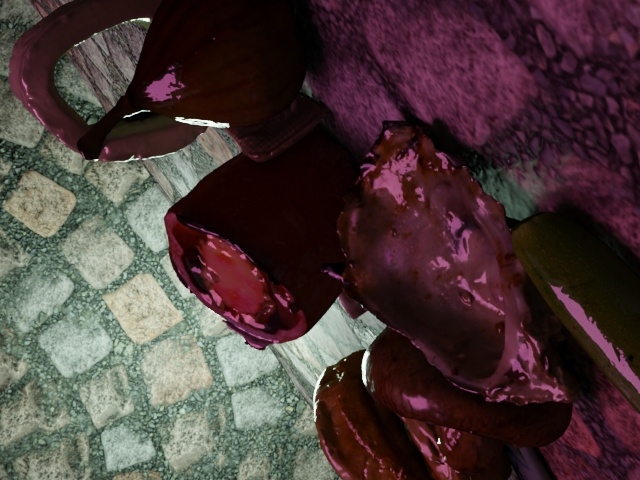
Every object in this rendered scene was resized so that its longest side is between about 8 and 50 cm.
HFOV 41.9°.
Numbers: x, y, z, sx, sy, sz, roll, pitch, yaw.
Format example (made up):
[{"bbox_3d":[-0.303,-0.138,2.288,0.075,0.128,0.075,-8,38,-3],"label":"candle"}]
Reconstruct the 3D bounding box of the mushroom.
[{"bbox_3d":[0.182,0.177,1.046,0.263,0.195,0.283,8,151,20],"label":"mushroom"}]

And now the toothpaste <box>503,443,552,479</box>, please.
[{"bbox_3d":[0.311,0.327,1.307,0.297,0.048,0.075,60,166,-12],"label":"toothpaste"}]

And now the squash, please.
[{"bbox_3d":[0.279,0.085,0.749,0.292,0.082,0.082,52,166,14],"label":"squash"}]

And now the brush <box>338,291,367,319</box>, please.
[{"bbox_3d":[0.000,0.000,1.529,0.321,0.060,0.050,58,178,-14],"label":"brush"}]

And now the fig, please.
[{"bbox_3d":[-0.169,-0.203,1.052,0.217,0.321,0.217,44,162,18],"label":"fig"}]

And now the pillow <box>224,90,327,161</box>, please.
[{"bbox_3d":[-0.092,-0.195,1.208,0.211,0.135,0.034,41,162,36],"label":"pillow"}]

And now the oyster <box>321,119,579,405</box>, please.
[{"bbox_3d":[0.156,0.018,0.899,0.361,0.096,0.221,37,121,37],"label":"oyster"}]

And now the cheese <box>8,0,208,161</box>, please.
[{"bbox_3d":[-0.363,-0.284,1.475,0.153,0.332,0.292,31,141,59],"label":"cheese"}]

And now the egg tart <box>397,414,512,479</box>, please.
[{"bbox_3d":[0.219,0.334,1.408,0.341,0.129,0.341,57,176,6],"label":"egg tart"}]

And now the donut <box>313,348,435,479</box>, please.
[{"bbox_3d":[0.117,0.359,1.620,0.330,0.160,0.330,37,-154,-21],"label":"donut"}]

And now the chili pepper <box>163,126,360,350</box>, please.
[{"bbox_3d":[-0.043,-0.026,1.201,0.251,0.305,0.229,35,152,21],"label":"chili pepper"}]
